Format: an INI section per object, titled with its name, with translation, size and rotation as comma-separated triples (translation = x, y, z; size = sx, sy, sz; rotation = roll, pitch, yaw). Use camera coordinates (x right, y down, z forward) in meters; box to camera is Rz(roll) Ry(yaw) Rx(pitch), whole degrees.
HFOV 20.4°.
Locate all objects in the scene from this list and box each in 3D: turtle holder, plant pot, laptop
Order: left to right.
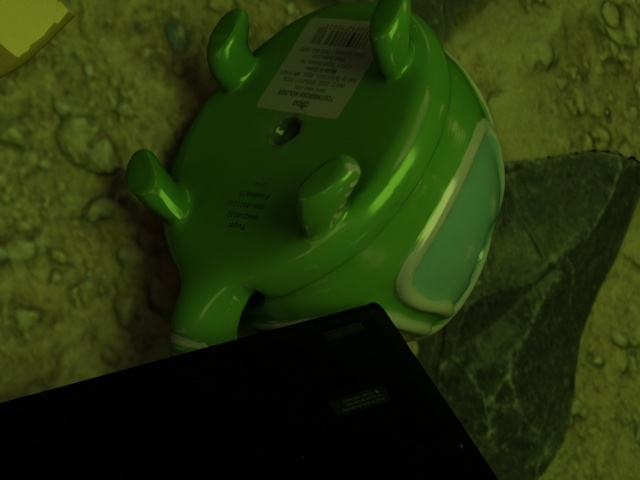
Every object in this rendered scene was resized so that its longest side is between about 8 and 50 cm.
[plant pot]
translation = -0.238, -0.150, 1.239
size = 0.081, 0.081, 0.083
rotation = 43, 71, -24
[laptop]
translation = -0.053, 0.298, 1.106
size = 0.382, 0.236, 0.408
rotation = -14, 52, -27
[turtle holder]
translation = 0.016, -0.010, 1.306
size = 0.227, 0.243, 0.320
rotation = 46, 37, -40
